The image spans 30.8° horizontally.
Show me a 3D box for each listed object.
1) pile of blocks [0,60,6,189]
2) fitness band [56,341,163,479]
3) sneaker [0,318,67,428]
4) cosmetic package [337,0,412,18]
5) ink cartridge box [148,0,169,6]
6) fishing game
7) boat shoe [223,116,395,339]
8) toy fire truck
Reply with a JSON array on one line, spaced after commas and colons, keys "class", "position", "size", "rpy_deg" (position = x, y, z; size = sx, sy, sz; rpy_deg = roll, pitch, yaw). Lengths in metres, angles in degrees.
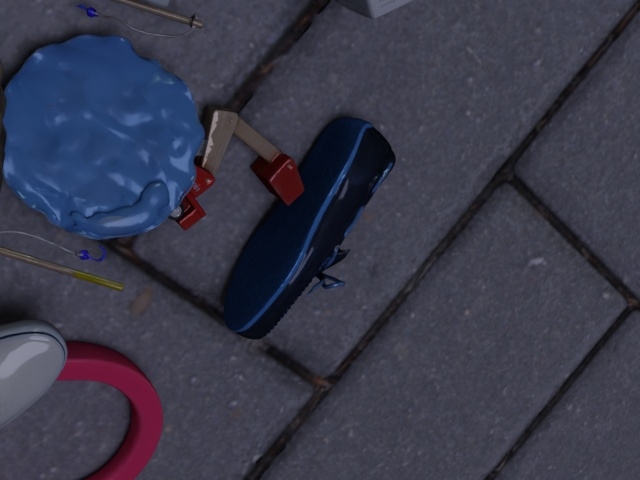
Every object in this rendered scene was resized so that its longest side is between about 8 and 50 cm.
[{"class": "pile of blocks", "position": [-0.424, -0.048, 0.959], "size": [0.362, 0.149, 0.112], "rpy_deg": [-20, 154, -12]}, {"class": "fitness band", "position": [-0.300, 0.201, 1.176], "size": [0.291, 0.054, 0.209], "rpy_deg": [2, 109, -31]}, {"class": "sneaker", "position": [-0.337, 0.169, 1.053], "size": [0.258, 0.091, 0.094], "rpy_deg": [-35, 123, -12]}, {"class": "cosmetic package", "position": [0.050, -0.338, 1.091], "size": [0.117, 0.085, 0.231], "rpy_deg": [-28, 122, -16]}, {"class": "ink cartridge box", "position": [-0.194, -0.288, 0.981], "size": [0.175, 0.072, 0.127], "rpy_deg": [14, 105, -33]}, {"class": "fishing game", "position": [-0.196, -0.093, 1.046], "size": [0.189, 0.041, 0.264], "rpy_deg": [14, 85, -17]}, {"class": "boat shoe", "position": [0.000, 0.000, 1.214], "size": [0.089, 0.109, 0.258], "rpy_deg": [31, 98, -40]}, {"class": "toy fire truck", "position": [-0.114, -0.085, 1.141], "size": [0.135, 0.047, 0.192], "rpy_deg": [-40, 125, -8]}]
